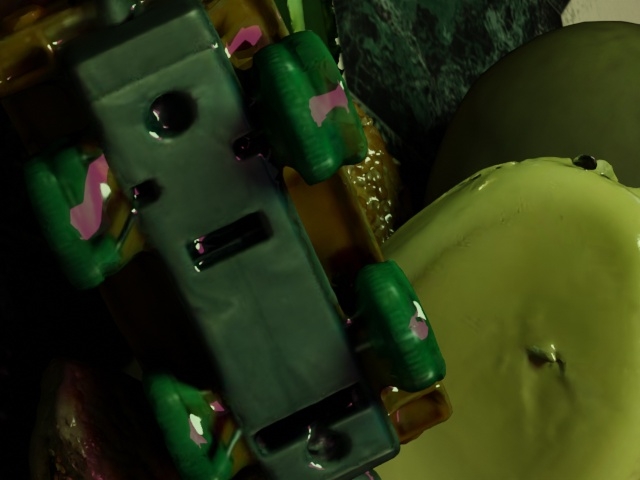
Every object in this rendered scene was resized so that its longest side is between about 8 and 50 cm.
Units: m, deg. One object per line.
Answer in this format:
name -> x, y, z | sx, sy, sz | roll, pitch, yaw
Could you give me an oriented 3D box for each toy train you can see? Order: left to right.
toy train -> -0.060, -0.011, 1.008 | 0.249, 0.178, 0.429 | -122, -172, -64

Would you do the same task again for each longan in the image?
longan -> 0.252, -0.012, 1.408 | 0.361, 0.361, 0.361 | 26, 56, -47

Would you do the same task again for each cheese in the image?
cheese -> 0.136, 0.084, 1.179 | 0.259, 0.316, 0.128 | 36, -3, -1

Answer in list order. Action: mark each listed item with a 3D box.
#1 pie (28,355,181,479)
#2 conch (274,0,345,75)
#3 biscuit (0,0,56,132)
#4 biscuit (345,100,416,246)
pie -> -0.119, 0.155, 1.045 | 0.193, 0.079, 0.163 | 56, 24, -28
conch -> -0.061, -0.147, 1.160 | 0.143, 0.137, 0.251 | -38, 87, -19
biscuit -> -0.305, -0.222, 0.933 | 0.407, 0.091, 0.407 | 24, 60, -49
biscuit -> 0.000, 0.000, 1.307 | 0.305, 0.038, 0.305 | 26, 56, -47
